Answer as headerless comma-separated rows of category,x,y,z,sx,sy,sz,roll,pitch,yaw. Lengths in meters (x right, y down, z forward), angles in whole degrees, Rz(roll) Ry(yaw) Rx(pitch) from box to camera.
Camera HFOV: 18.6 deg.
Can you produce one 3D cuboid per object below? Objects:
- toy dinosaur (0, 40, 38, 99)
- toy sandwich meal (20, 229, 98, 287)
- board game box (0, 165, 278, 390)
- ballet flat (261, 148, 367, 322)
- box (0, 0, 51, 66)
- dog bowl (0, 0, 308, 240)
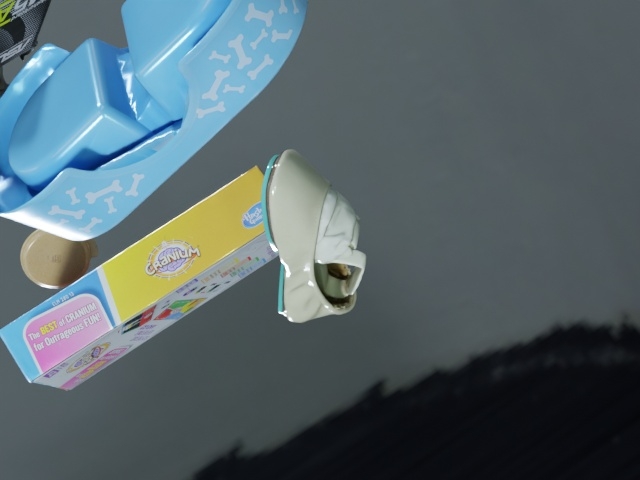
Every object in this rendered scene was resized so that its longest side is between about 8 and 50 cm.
toy dinosaur,-0.312,-0.183,1.711,0.118,0.268,0.064,38,153,-16
toy sandwich meal,-0.291,0.013,2.156,0.029,0.085,0.086,-113,6,-63
board game box,-0.175,0.047,2.094,0.064,0.316,0.242,57,178,6
ballet flat,0.000,0.000,1.689,0.086,0.086,0.248,48,165,22
box,-0.280,-0.188,1.549,0.045,0.190,0.184,40,136,12
dog bowl,-0.128,-0.116,1.407,0.074,0.297,0.166,36,-158,-34
